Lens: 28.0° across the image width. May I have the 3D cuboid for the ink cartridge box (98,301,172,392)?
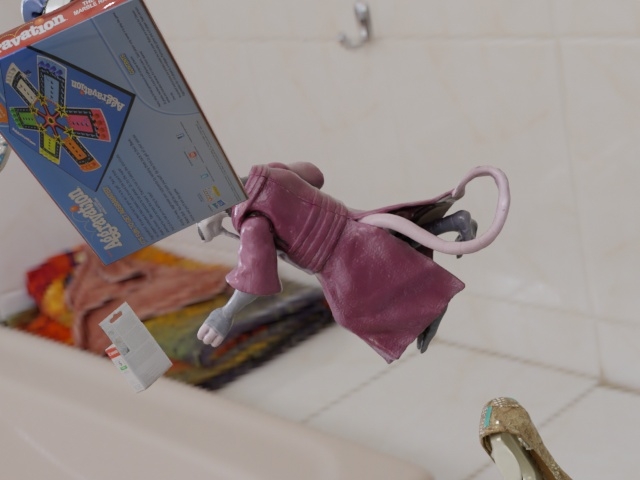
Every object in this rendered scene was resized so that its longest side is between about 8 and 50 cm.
[{"bbox_3d":[-0.267,0.151,1.812,0.029,0.115,0.063,-26,12,46],"label":"ink cartridge box"}]

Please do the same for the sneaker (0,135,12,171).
[{"bbox_3d":[-0.403,-0.148,1.575,0.071,0.083,0.191,-17,58,4],"label":"sneaker"}]

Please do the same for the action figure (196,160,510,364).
[{"bbox_3d":[0.000,0.000,1.540,0.276,0.370,0.248,-49,22,52],"label":"action figure"}]

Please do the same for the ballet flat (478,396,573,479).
[{"bbox_3d":[0.230,0.264,1.375,0.073,0.206,0.067,-32,8,37],"label":"ballet flat"}]

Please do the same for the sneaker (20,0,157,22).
[{"bbox_3d":[-0.281,-0.236,1.813,0.127,0.315,0.182,-47,33,-16],"label":"sneaker"}]

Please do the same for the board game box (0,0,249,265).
[{"bbox_3d":[-0.164,-0.084,1.030,0.145,0.281,0.027,-26,57,-1],"label":"board game box"}]
